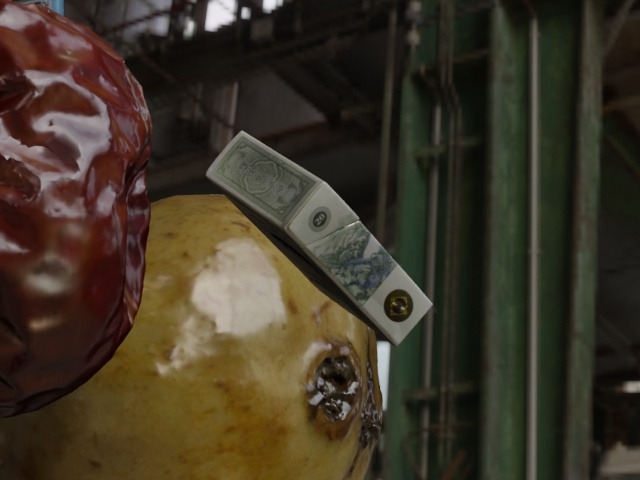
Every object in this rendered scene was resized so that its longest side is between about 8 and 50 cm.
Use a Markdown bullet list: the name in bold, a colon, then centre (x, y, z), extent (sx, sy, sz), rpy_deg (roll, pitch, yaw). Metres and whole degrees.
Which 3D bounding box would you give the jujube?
- **jujube**: centre (-0.195, -0.020, 0.609), extent (0.232, 0.213, 0.213), rpy_deg (4, -25, -1)

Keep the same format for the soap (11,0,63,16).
- **soap**: centre (-0.246, -0.127, 0.895), extent (0.077, 0.293, 0.156), rpy_deg (22, 29, 32)

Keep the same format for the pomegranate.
- **pomegranate**: centre (-0.087, 0.094, 0.813), extent (0.260, 0.260, 0.260), rpy_deg (4, -25, 2)

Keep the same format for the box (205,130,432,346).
- **box**: centre (0.000, 0.000, 0.484), extent (0.054, 0.024, 0.083), rpy_deg (37, -7, 46)
